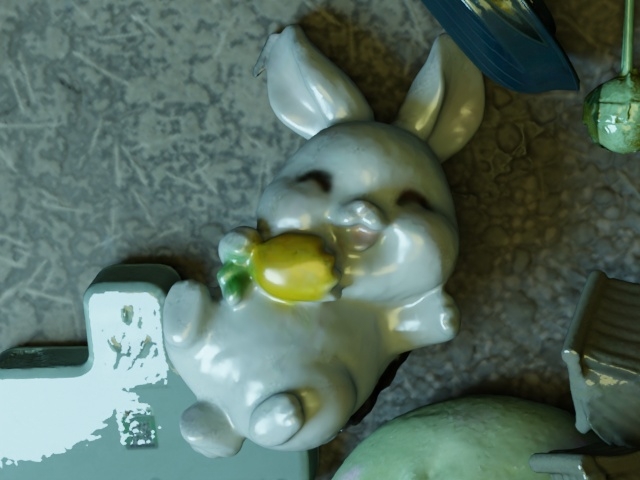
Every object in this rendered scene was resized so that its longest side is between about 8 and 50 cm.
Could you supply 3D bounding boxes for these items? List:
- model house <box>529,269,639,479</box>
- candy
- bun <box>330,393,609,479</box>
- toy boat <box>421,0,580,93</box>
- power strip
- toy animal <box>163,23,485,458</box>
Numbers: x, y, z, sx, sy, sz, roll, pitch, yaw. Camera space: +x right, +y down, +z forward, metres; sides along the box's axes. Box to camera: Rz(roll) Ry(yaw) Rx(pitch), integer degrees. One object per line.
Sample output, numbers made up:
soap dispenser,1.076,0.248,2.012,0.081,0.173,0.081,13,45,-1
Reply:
model house,0.248,0.124,1.410,0.188,0.229,0.122,29,147,-10
candy,0.220,-0.163,1.425,0.061,0.061,0.202,1,96,11
bun,0.121,0.257,1.473,0.283,0.179,0.283,2,101,12
toy boat,0.105,-0.200,1.409,0.103,0.093,0.246,-40,94,-4
power strip,-0.138,0.115,1.549,0.265,0.059,0.193,-1,108,11
toy animal,0.005,0.005,1.434,0.208,0.154,0.325,6,69,14
